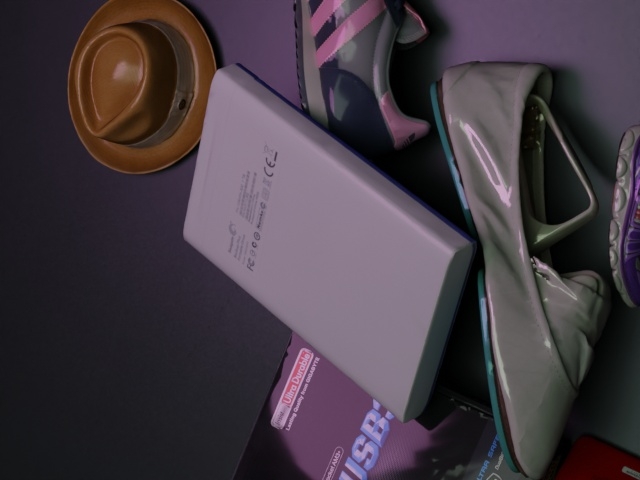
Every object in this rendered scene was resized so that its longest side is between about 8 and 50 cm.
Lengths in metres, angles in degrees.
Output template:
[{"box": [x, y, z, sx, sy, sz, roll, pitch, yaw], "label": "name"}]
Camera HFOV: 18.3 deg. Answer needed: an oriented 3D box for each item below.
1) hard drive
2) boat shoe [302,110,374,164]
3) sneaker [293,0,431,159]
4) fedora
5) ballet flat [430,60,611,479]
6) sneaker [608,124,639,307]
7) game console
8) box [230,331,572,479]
[{"box": [0.000, 0.000, 1.888, 0.318, 0.040, 0.210, 39, 133, 29], "label": "hard drive"}, {"box": [0.014, -0.101, 1.981, 0.100, 0.035, 0.035, 29, 108, 29], "label": "boat shoe"}, {"box": [0.038, -0.236, 1.937, 0.131, 0.112, 0.319, -4, 89, 2], "label": "sneaker"}, {"box": [-0.200, -0.163, 2.056, 0.194, 0.079, 0.194, 2, 95, 26], "label": "fedora"}, {"box": [0.198, 0.013, 1.825, 0.139, 0.139, 0.400, -18, 72, 26], "label": "ballet flat"}, {"box": [0.303, -0.020, 1.827, 0.071, 0.068, 0.170, 7, 98, 16], "label": "sneaker"}, {"box": [0.285, 0.275, 1.882, 0.144, 0.085, 0.124, 24, 72, 22], "label": "game console"}, {"box": [0.053, 0.268, 1.939, 0.293, 0.073, 0.295, 24, 92, 22], "label": "box"}]
